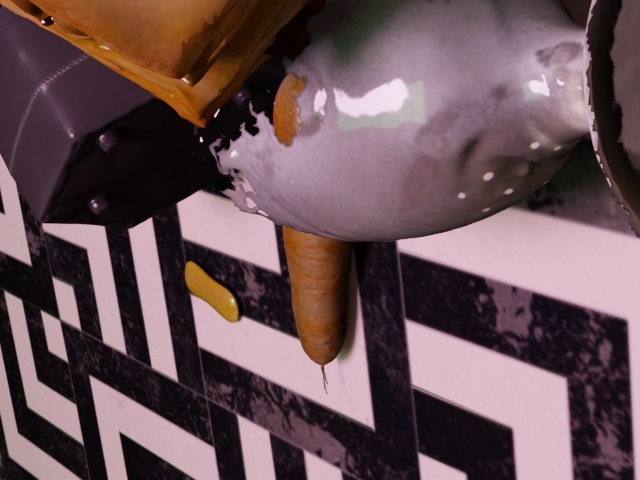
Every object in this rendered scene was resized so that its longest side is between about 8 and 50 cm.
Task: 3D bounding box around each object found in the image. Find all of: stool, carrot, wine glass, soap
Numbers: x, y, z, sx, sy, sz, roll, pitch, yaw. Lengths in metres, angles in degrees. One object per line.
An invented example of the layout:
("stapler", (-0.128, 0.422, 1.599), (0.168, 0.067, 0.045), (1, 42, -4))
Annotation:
("stool", (-0.144, -0.115, 1.042), (0.141, 0.232, 0.232), (59, 146, 17))
("carrot", (0.000, 0.000, 1.022), (0.078, 0.078, 0.298), (39, 140, 40))
("wine glass", (0.083, -0.085, 0.747), (0.357, 0.190, 0.190), (6, 111, 50))
("soap", (-0.102, 0.047, 1.243), (0.089, 0.012, 0.034), (34, 132, 44))

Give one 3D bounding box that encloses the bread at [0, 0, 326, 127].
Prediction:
("bread", (-0.087, -0.238, 0.578), (0.314, 0.191, 0.370), (31, 121, -8))
